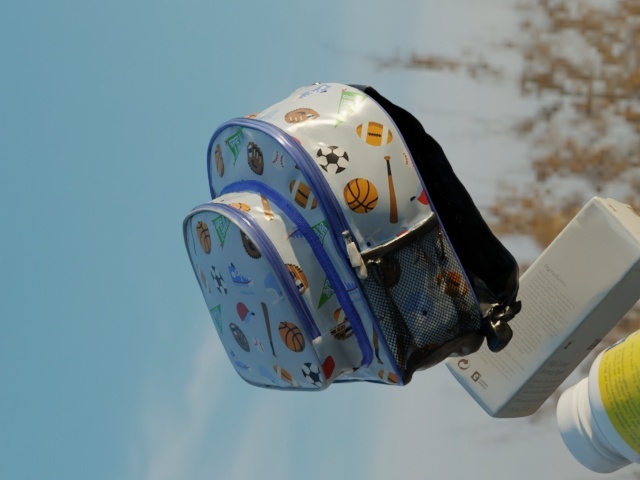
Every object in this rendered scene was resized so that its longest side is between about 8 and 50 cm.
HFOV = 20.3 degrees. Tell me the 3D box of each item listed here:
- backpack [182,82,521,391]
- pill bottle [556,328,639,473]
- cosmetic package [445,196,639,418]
[{"bbox_3d":[0.000,0.000,1.564,0.213,0.276,0.263,-21,-83,-31],"label":"backpack"},{"bbox_3d":[0.169,0.070,0.857,0.065,0.116,0.065,22,-129,-30],"label":"pill bottle"},{"bbox_3d":[0.242,0.069,1.793,0.231,0.085,0.117,-49,-21,17],"label":"cosmetic package"}]
